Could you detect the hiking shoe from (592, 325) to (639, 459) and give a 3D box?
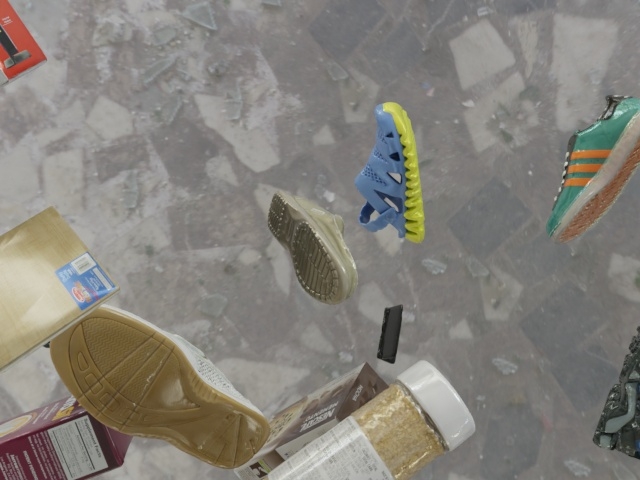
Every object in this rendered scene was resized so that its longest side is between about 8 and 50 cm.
[{"bbox_3d":[0.517,0.218,0.973,0.132,0.113,0.304,21,133,24],"label":"hiking shoe"}]

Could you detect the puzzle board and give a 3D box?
[{"bbox_3d":[-0.220,0.032,0.493,0.128,0.096,0.011,38,154,36],"label":"puzzle board"}]

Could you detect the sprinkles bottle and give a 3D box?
[{"bbox_3d":[0.034,0.309,0.870,0.355,0.121,0.121,-34,89,-9],"label":"sprinkles bottle"}]

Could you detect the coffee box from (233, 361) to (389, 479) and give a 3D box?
[{"bbox_3d":[-0.003,0.373,1.224,0.297,0.168,0.119,-37,96,35],"label":"coffee box"}]

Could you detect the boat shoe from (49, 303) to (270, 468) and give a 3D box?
[{"bbox_3d":[-0.165,0.142,0.663,0.098,0.096,0.277,-44,129,-5],"label":"boat shoe"}]

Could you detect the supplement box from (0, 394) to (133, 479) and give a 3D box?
[{"bbox_3d":[-0.332,0.250,0.784,0.188,0.104,0.081,-20,98,-4],"label":"supplement box"}]

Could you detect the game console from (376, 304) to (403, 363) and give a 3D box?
[{"bbox_3d":[0.177,0.218,1.499,0.071,0.107,0.122,-1,69,38],"label":"game console"}]

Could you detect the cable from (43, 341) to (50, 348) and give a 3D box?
[{"bbox_3d":[-0.415,0.070,0.956,0.184,0.047,0.151,26,96,8],"label":"cable"}]

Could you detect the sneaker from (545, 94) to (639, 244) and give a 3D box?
[{"bbox_3d":[0.518,-0.137,1.252,0.121,0.108,0.302,48,115,40],"label":"sneaker"}]

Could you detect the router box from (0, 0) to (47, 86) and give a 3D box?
[{"bbox_3d":[-0.563,-0.286,0.816,0.335,0.082,0.301,-16,117,27],"label":"router box"}]

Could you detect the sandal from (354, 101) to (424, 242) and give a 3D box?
[{"bbox_3d":[0.131,-0.121,1.296,0.138,0.126,0.318,-4,125,10],"label":"sandal"}]

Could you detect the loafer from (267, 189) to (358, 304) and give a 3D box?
[{"bbox_3d":[0.000,0.000,1.007,0.091,0.268,0.102,0,122,-26],"label":"loafer"}]
